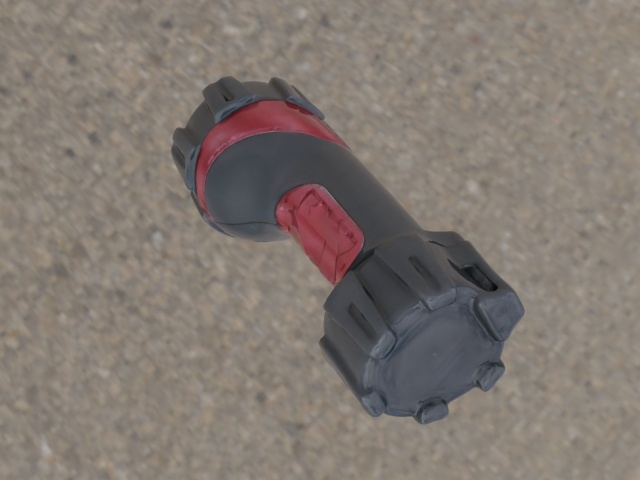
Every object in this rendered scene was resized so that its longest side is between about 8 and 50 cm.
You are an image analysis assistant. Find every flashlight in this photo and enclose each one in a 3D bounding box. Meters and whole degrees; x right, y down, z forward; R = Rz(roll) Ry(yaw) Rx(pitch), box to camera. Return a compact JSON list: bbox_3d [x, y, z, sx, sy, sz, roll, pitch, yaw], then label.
[{"bbox_3d":[0.000,0.000,0.938,0.103,0.304,0.103,3,116,-22],"label":"flashlight"}]
